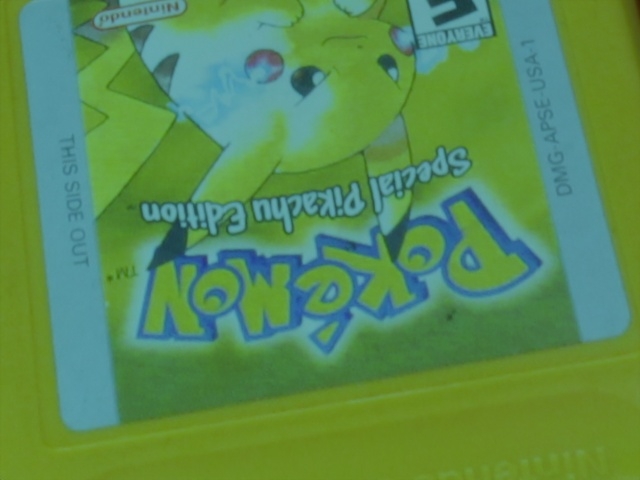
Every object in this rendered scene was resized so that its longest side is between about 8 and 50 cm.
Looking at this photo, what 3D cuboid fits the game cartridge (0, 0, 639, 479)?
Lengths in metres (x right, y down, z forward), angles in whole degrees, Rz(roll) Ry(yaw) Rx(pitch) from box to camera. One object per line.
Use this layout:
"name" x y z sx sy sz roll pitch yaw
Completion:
"game cartridge" 0.000 0.000 0.645 0.285 0.052 0.323 -10 64 0
